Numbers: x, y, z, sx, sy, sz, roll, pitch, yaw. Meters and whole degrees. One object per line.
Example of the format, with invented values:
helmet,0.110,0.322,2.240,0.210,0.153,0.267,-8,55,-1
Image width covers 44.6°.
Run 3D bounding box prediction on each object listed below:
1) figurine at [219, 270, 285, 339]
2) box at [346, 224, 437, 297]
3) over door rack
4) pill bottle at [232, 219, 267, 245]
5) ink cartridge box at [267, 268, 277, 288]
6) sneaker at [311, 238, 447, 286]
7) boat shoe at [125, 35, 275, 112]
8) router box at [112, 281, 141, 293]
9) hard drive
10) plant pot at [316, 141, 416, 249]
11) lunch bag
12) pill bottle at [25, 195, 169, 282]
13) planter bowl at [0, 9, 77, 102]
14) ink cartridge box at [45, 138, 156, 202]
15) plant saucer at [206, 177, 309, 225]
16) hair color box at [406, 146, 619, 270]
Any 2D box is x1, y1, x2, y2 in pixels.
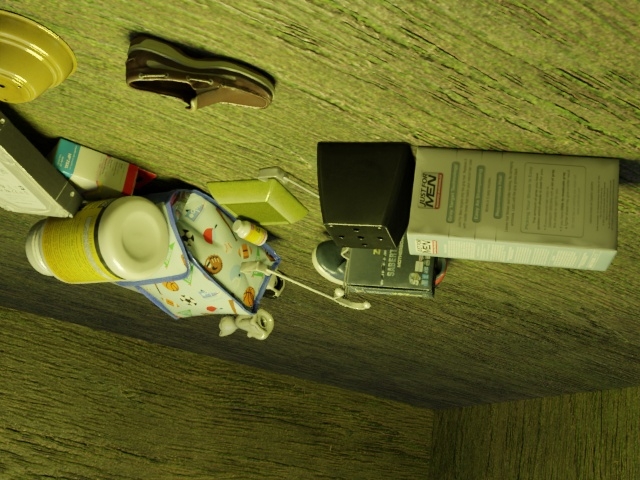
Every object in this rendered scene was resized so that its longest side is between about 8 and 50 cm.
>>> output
figurine,-0.224,0.196,2.380,0.209,0.215,0.092,-9,148,44
box,0.160,0.001,1.665,0.183,0.233,0.059,4,161,16
over door rack,0.000,0.000,1.720,0.324,0.240,0.108,21,159,-31
pill bottle,-0.171,-0.021,1.886,0.043,0.044,0.083,-11,152,43
ink cartridge box,-0.208,0.082,2.241,0.143,0.090,0.092,1,158,24
sneaker,0.157,0.047,1.967,0.349,0.131,0.148,10,153,-17
boat shoe,-0.207,-0.257,1.331,0.257,0.095,0.095,14,159,-13
router box,-0.493,0.115,2.411,0.301,0.082,0.335,26,160,-38
hard drive,-0.695,-0.175,1.664,0.236,0.064,0.339,7,147,29
plant pot,0.092,-0.081,1.575,0.187,0.167,0.188,3,160,17
lunch bag,-0.358,0.030,1.984,0.327,0.239,0.385,-7,138,38
pill bottle,-0.526,0.004,1.805,0.333,0.188,0.188,-5,155,36
planter bowl,-0.547,-0.303,1.365,0.217,0.091,0.217,9,160,3
ink cartridge box,-0.512,-0.141,1.795,0.231,0.078,0.134,20,157,-28
plant saucer,-0.150,-0.082,1.846,0.188,0.045,0.188,-1,157,26
hair color box,0.361,-0.061,1.482,0.374,0.186,0.114,5,160,11
